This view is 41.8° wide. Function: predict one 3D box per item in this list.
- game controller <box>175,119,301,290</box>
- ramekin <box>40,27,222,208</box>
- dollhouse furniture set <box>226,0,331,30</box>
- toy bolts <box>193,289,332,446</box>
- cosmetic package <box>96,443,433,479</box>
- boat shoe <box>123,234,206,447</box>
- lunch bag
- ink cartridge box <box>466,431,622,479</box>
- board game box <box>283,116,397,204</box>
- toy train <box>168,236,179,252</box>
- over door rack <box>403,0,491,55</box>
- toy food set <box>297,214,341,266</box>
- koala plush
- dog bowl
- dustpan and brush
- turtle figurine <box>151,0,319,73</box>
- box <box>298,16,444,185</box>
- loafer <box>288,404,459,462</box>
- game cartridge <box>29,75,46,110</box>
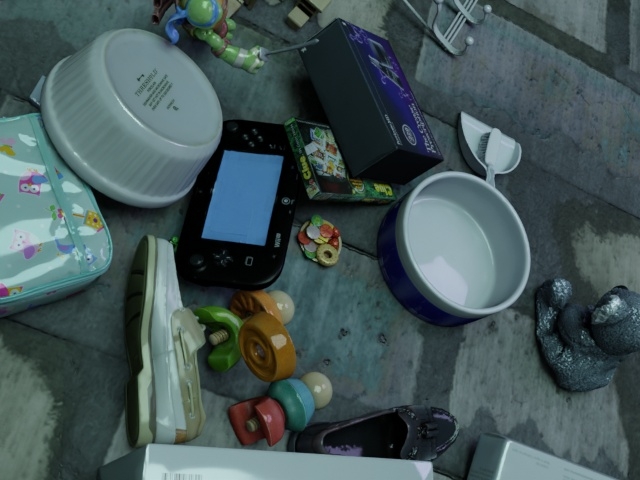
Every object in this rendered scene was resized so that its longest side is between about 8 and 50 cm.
[{"bbox_3d":[-0.120,-0.063,1.330,0.166,0.067,0.319,2,57,12],"label":"game controller"},{"bbox_3d":[-0.267,-0.193,1.256,0.272,0.127,0.273,32,40,-31],"label":"ramekin"},{"bbox_3d":[-0.081,-0.439,1.515,0.161,0.101,0.182,39,58,-8],"label":"dollhouse furniture set"},{"bbox_3d":[-0.052,0.179,1.246,0.158,0.218,0.229,-22,100,-38],"label":"toy bolts"},{"bbox_3d":[-0.083,0.339,1.104,0.377,0.284,0.098,10,65,-23],"label":"cosmetic package"},{"bbox_3d":[-0.224,0.144,1.219,0.103,0.113,0.303,4,80,-27],"label":"boat shoe"},{"bbox_3d":[-0.427,-0.046,1.185,0.224,0.108,0.279,-17,79,-31],"label":"lunch bag"},{"bbox_3d":[0.356,0.549,1.382,0.308,0.091,0.385,23,79,-17],"label":"ink cartridge box"},{"bbox_3d":[0.040,-0.130,1.429,0.259,0.030,0.136,1,65,-57],"label":"board game box"},{"bbox_3d":[-0.204,0.021,1.325,0.083,0.017,0.024,28,71,-15],"label":"toy train"},{"bbox_3d":[0.226,-0.563,1.716,0.324,0.108,0.240,37,58,-9],"label":"over door rack"},{"bbox_3d":[0.000,0.000,1.433,0.082,0.020,0.083,29,61,-14],"label":"toy food set"},{"bbox_3d":[0.522,0.161,1.513,0.196,0.221,0.203,22,62,-18],"label":"koala plush"},{"bbox_3d":[0.238,0.017,1.497,0.264,0.104,0.265,9,67,-23],"label":"dog bowl"},{"bbox_3d":[0.328,-0.154,1.633,0.147,0.060,0.211,25,61,-16],"label":"dustpan and brush"},{"bbox_3d":[-0.124,-0.380,1.348,0.274,0.266,0.198,-34,111,0],"label":"turtle figurine"},{"bbox_3d":[0.090,-0.238,1.470,0.184,0.103,0.261,0,63,-55],"label":"box"},{"bbox_3d":[0.102,0.315,1.316,0.302,0.095,0.109,-1,72,-27],"label":"loafer"},{"bbox_3d":[-0.410,-0.217,1.315,0.083,0.017,0.056,28,57,-15],"label":"game cartridge"}]
